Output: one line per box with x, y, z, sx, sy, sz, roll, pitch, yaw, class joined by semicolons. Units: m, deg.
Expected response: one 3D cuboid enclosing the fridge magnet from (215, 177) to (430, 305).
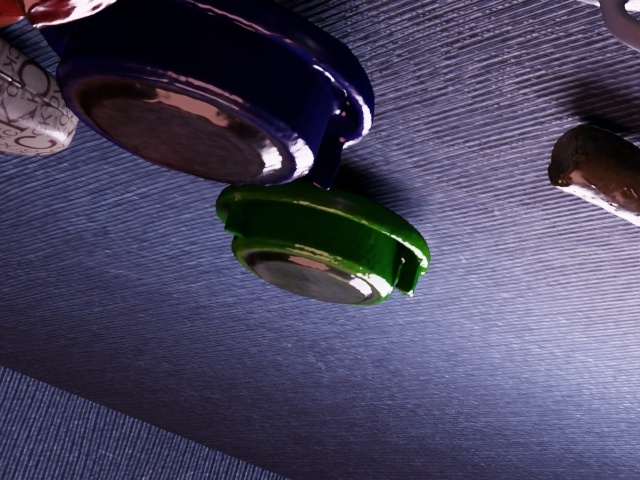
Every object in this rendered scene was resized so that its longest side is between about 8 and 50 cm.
0.000;0.000;1.808;0.208;0.088;0.208;16;164;4;fridge magnet

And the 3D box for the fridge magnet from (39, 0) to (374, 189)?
-0.089;-0.122;1.444;0.265;0.113;0.265;16;162;5;fridge magnet

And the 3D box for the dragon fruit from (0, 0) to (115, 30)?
-0.177;-0.209;1.107;0.274;0.192;0.193;3;154;48;dragon fruit

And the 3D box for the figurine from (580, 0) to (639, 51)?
0.155;-0.180;0.990;0.184;0.128;0.208;23;155;-13;figurine

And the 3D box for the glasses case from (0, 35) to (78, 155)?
-0.352;-0.163;1.625;0.137;0.085;0.354;0;157;43;glasses case

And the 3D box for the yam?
0.297;-0.023;1.486;0.253;0.061;0.061;20;164;-13;yam
